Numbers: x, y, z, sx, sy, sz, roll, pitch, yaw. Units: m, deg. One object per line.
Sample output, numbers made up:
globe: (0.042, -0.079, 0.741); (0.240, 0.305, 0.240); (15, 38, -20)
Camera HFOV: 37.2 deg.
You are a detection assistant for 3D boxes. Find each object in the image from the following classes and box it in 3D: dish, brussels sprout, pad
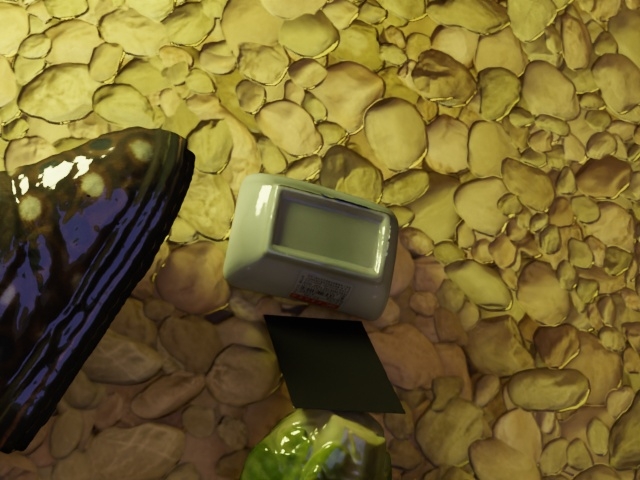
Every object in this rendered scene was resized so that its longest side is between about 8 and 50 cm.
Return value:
dish: (0.000, 0.000, 1.154); (0.212, 0.077, 0.151); (15, 70, -15)
brussels sprout: (0.001, 0.265, 1.039); (0.161, 0.144, 0.180); (43, 100, 6)
pad: (0.011, 0.137, 1.083); (0.127, 0.190, 0.004); (6, 116, -17)

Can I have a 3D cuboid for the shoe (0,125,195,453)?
shoe: (-0.310, 0.007, 0.994); (0.237, 0.171, 0.384); (33, 74, -12)
